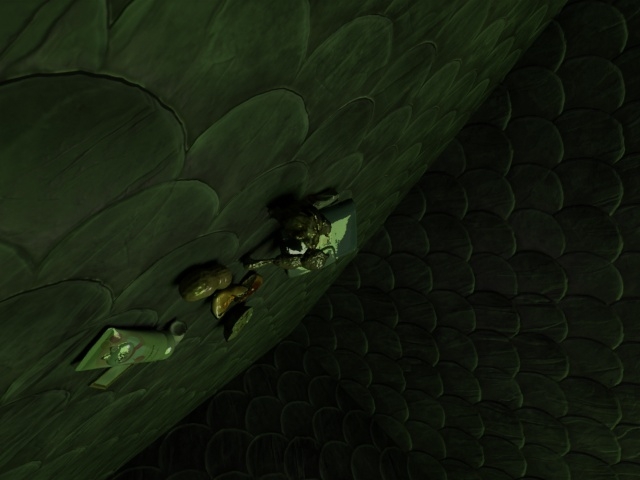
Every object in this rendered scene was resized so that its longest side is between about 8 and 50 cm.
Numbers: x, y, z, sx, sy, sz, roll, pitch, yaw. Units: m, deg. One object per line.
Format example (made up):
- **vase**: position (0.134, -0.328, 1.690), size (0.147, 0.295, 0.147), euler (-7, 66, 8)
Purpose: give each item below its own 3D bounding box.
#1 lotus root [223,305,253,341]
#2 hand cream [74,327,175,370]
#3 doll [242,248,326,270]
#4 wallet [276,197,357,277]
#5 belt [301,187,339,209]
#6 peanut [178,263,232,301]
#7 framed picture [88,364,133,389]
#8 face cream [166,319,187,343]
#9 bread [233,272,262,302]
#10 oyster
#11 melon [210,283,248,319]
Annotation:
- **lotus root**: position (-0.387, 0.363, 1.952), size (0.183, 0.078, 0.203), euler (-58, 172, -2)
- **hand cream**: position (-0.541, 0.304, 1.235), size (0.147, 0.093, 0.306), euler (-50, 159, 3)
- **doll**: position (-0.124, 0.076, 1.560), size (0.286, 0.091, 0.202), euler (-15, 153, 10)
- **wallet**: position (0.000, 0.000, 1.714), size (0.361, 0.083, 0.252), euler (-25, 126, -24)
- **belt**: position (0.006, -0.154, 1.640), size (0.071, 0.053, 0.232), euler (-54, 165, 30)
- **peanut**: position (-0.338, 0.122, 1.299), size (0.104, 0.085, 0.228), euler (-41, 172, 23)
- **framed picture**: position (-0.631, 0.397, 1.378), size (0.201, 0.010, 0.136), euler (-42, 167, -20)
- **face cream**: position (-0.524, 0.352, 1.501), size (0.092, 0.058, 0.243), euler (-41, 174, -44)
- **bread**: position (-0.282, 0.172, 1.728), size (0.154, 0.054, 0.136), euler (-43, 170, -43)
- **oyster**: position (-0.041, -0.041, 1.441), size (0.133, 0.197, 0.337), euler (-32, 167, 13)
- **melon**: position (-0.346, 0.205, 1.587), size (0.160, 0.079, 0.128), euler (-47, -174, -1)
